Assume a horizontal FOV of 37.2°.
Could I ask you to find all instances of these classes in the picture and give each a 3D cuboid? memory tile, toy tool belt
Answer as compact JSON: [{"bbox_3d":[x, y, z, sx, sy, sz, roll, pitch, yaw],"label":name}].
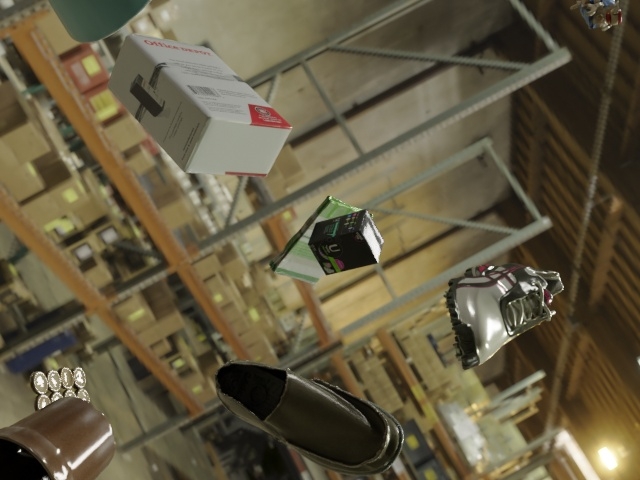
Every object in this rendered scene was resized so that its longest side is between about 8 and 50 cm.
[{"bbox_3d":[-0.419,0.263,1.541,0.148,0.012,0.113,10,65,-71],"label":"memory tile"},{"bbox_3d":[0.350,-0.290,1.213,0.083,0.051,0.052,-84,163,-60],"label":"toy tool belt"}]

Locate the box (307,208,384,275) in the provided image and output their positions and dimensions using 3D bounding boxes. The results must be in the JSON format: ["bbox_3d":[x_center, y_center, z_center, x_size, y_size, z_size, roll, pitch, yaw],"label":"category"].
[{"bbox_3d":[0.036,0.003,1.314,0.062,0.083,0.052,60,30,-30],"label":"box"}]

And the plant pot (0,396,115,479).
[{"bbox_3d":[-0.383,0.311,1.331,0.167,0.167,0.165,62,27,-5],"label":"plant pot"}]

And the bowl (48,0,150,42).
[{"bbox_3d":[-0.457,-0.572,1.917,0.163,0.311,0.311,39,12,-42],"label":"bowl"}]

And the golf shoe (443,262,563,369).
[{"bbox_3d":[0.235,0.082,1.226,0.273,0.120,0.105,-37,114,-64],"label":"golf shoe"}]

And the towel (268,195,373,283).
[{"bbox_3d":[0.000,0.000,1.475,0.113,0.152,0.023,19,28,-48],"label":"towel"}]

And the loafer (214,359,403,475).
[{"bbox_3d":[-0.025,0.204,1.112,0.251,0.094,0.087,15,-13,24],"label":"loafer"}]

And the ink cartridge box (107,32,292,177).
[{"bbox_3d":[-0.214,-0.235,1.657,0.197,0.114,0.273,0,39,-48],"label":"ink cartridge box"}]
